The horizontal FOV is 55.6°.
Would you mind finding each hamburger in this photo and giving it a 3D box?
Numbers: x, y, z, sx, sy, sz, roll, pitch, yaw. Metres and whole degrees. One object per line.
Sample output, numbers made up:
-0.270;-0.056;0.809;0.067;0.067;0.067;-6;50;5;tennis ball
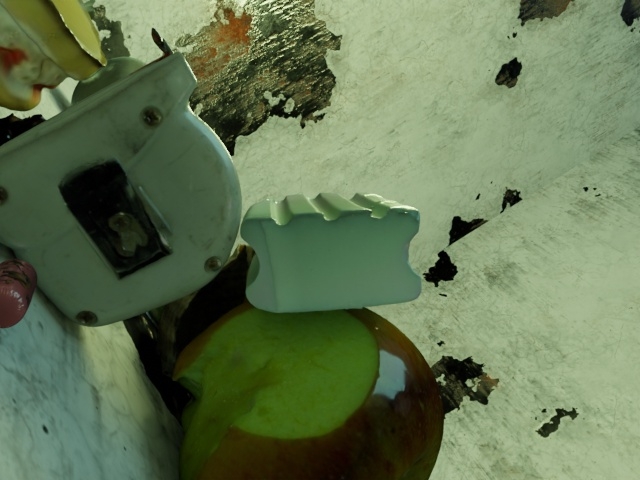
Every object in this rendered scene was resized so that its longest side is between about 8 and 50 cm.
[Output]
-0.430;-0.316;0.775;0.303;0.186;0.261;63;-1;7;hamburger

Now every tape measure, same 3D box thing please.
-0.213;-0.051;0.665;0.265;0.258;0.130;60;-8;-23;tape measure

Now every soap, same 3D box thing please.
0.000;0.000;0.844;0.347;0.208;0.115;-122;-151;-80;soap

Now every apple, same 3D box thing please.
-0.037;0.238;0.790;0.384;0.374;0.374;-7;58;-52;apple

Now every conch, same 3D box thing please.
-0.178;0.138;0.991;0.159;0.210;0.291;19;-76;50;conch

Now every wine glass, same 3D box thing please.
-0.515;-0.373;1.459;0.323;0.238;0.238;58;-4;-39;wine glass

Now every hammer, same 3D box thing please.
-0.270;0.044;0.524;0.043;0.043;0.083;61;-4;-25;hammer

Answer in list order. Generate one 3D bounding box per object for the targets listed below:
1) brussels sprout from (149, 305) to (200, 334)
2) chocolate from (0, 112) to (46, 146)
-0.256;0.120;1.107;0.139;0.100;0.181;-94;161;-67;brussels sprout
-0.319;-0.108;0.858;0.224;0.177;0.206;62;-6;-23;chocolate
